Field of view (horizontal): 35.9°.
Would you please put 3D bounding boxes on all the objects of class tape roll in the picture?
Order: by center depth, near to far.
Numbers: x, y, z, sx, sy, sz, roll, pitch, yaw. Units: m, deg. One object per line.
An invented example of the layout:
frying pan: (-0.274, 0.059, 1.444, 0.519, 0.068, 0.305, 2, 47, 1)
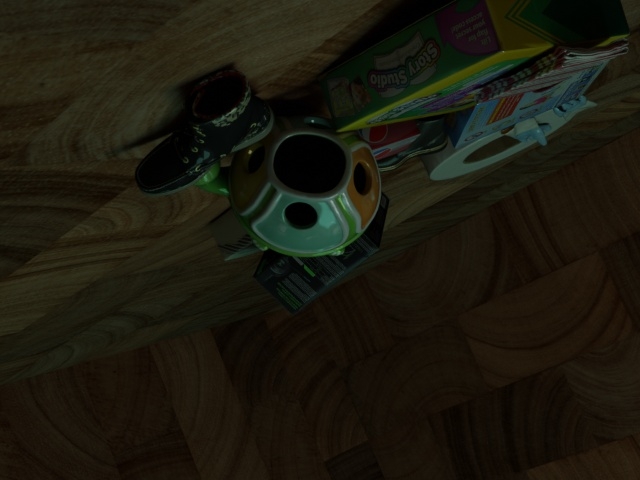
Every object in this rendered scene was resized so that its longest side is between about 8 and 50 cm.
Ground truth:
tape roll: (0.427, -0.260, 2.378, 0.392, 0.072, 0.392, -23, 170, -4)

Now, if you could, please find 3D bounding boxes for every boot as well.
boot: (-0.186, -0.158, 1.436, 0.236, 0.085, 0.178, -30, 168, 1)
boot: (0.169, -0.219, 2.052, 0.198, 0.077, 0.137, -23, 157, -4)

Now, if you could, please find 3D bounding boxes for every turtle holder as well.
turtle holder: (-0.052, -0.116, 1.648, 0.243, 0.320, 0.227, -54, 176, -11)

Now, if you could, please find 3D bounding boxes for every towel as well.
towel: (0.338, -0.251, 1.458, 0.144, 0.029, 0.197, -16, 179, -33)

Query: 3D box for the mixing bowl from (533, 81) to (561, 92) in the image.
mixing bowl: (0.402, -0.349, 1.679, 0.181, 0.098, 0.181, -32, 163, -11)

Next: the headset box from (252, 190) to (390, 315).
headset box: (0.000, 0.000, 2.188, 0.283, 0.131, 0.246, -39, -165, 26)

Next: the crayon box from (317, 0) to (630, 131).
crayon box: (0.229, -0.284, 1.517, 0.313, 0.106, 0.363, -14, 177, -40)

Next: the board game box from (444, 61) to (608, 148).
board game box: (0.406, -0.315, 1.971, 0.302, 0.086, 0.308, -22, 171, -4)

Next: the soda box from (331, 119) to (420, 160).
soda box: (0.050, -0.183, 1.861, 0.263, 0.083, 0.092, -21, 171, -19)

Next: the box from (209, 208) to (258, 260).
box: (-0.115, -0.056, 2.136, 0.113, 0.094, 0.275, -16, 168, -43)

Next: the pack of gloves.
pack of gloves: (0.535, -0.264, 2.262, 0.195, 0.046, 0.232, -26, 170, 22)
